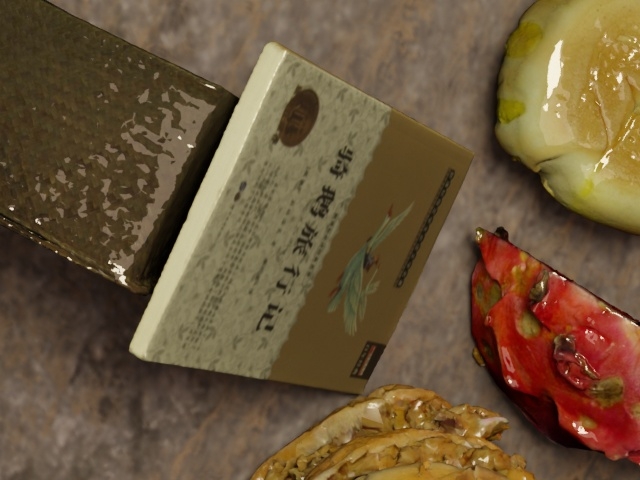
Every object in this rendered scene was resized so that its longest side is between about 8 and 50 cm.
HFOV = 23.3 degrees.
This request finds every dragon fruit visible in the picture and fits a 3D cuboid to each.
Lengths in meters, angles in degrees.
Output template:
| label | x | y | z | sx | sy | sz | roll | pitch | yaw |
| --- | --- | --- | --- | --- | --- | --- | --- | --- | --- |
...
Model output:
| label | x | y | z | sx | sy | sz | roll | pitch | yaw |
| --- | --- | --- | --- | --- | --- | --- | --- | --- | --- |
| dragon fruit | 0.219 | 0.107 | 1.197 | 0.274 | 0.161 | 0.126 | 31 | 89 | -16 |

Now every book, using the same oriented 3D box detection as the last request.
| label | x | y | z | sx | sy | sz | roll | pitch | yaw |
| --- | --- | --- | --- | --- | --- | --- | --- | --- | --- |
| book | 0.000 | 0.000 | 1.098 | 0.021 | 0.310 | 0.217 | 26 | 94 | 29 |

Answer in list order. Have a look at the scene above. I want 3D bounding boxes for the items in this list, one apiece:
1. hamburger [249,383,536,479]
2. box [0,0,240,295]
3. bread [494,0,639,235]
| label | x | y | z | sx | sy | sz | roll | pitch | yaw |
| --- | --- | --- | --- | --- | --- | --- | --- | --- | --- |
| hamburger | 0.049 | 0.246 | 1.167 | 0.260 | 0.211 | 0.245 | 3 | 104 | -16 |
| box | -0.194 | -0.090 | 1.043 | 0.273 | 0.184 | 0.143 | 28 | 93 | 2 |
| bread | 0.235 | -0.109 | 1.196 | 0.213 | 0.105 | 0.213 | -1 | 95 | -9 |
